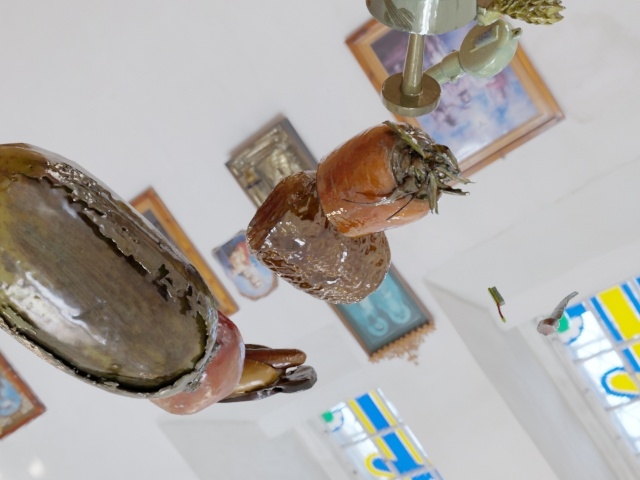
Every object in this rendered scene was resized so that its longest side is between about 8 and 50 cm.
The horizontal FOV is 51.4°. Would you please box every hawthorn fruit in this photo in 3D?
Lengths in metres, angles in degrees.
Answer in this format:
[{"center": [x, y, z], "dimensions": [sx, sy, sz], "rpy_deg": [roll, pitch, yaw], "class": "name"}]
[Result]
[{"center": [-0.208, 0.181, 1.074], "dimensions": [0.179, 0.179, 0.200], "rpy_deg": [-39, 164, -33], "class": "hawthorn fruit"}]

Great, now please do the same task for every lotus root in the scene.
[{"center": [-0.258, 0.052, 0.768], "dimensions": [0.196, 0.397, 0.179], "rpy_deg": [-43, -149, -1], "class": "lotus root"}]

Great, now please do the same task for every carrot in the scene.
[{"center": [0.119, -0.118, 1.233], "dimensions": [0.214, 0.193, 0.331], "rpy_deg": [-8, 175, -41], "class": "carrot"}]

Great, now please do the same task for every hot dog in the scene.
[{"center": [0.000, 0.000, 1.539], "dimensions": [0.267, 0.387, 0.174], "rpy_deg": [-48, -142, 9], "class": "hot dog"}, {"center": [-0.170, 0.308, 1.654], "dimensions": [0.326, 0.107, 0.194], "rpy_deg": [-14, -166, 11], "class": "hot dog"}]

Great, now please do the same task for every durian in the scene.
[{"center": [0.241, -0.372, 0.947], "dimensions": [0.166, 0.172, 0.306], "rpy_deg": [-37, -137, 1], "class": "durian"}]

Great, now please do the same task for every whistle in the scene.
[{"center": [0.306, -0.381, 1.383], "dimensions": [0.258, 0.067, 0.126], "rpy_deg": [-20, -125, 48], "class": "whistle"}]

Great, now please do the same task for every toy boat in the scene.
[{"center": [0.506, 0.141, 1.396], "dimensions": [0.122, 0.034, 0.096], "rpy_deg": [-49, 171, -15], "class": "toy boat"}]

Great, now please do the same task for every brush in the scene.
[{"center": [0.336, 0.120, 1.244], "dimensions": [0.021, 0.018, 0.083], "rpy_deg": [-19, -137, 6], "class": "brush"}]

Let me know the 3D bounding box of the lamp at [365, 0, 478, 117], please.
[{"center": [0.108, -0.242, 0.721], "dimensions": [0.121, 0.121, 0.214], "rpy_deg": [-38, 150, -26], "class": "lamp"}]
